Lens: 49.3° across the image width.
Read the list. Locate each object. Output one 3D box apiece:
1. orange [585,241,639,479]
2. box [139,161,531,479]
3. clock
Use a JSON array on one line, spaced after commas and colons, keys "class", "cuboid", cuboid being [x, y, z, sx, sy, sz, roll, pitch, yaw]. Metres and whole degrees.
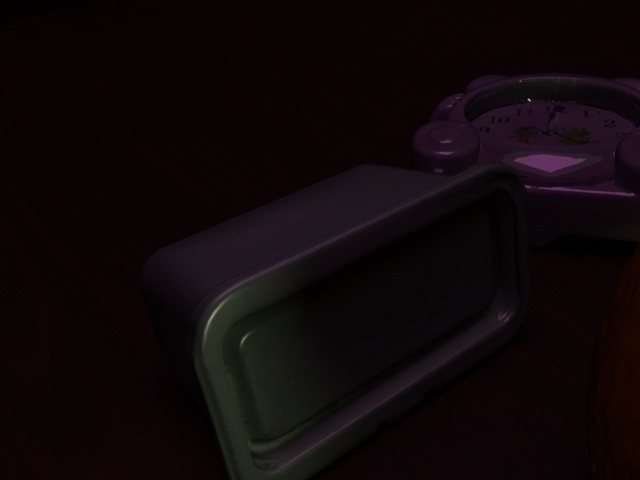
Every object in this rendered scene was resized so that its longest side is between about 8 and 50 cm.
[{"class": "orange", "cuboid": [0.326, 0.070, 0.283, 0.424, 0.326, 0.424, -14, 10, 3]}, {"class": "box", "cuboid": [0.008, 0.040, 0.593, 0.312, 0.175, 0.182, -25, 28, -27]}, {"class": "clock", "cuboid": [0.276, -0.117, 0.840, 0.295, 0.113, 0.322, 6, 33, 19]}]
